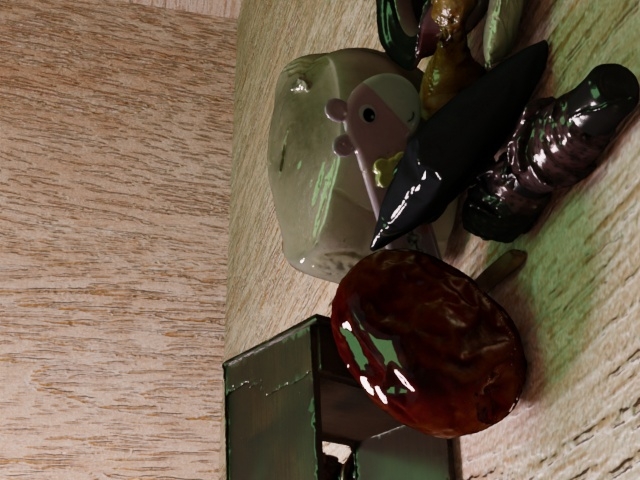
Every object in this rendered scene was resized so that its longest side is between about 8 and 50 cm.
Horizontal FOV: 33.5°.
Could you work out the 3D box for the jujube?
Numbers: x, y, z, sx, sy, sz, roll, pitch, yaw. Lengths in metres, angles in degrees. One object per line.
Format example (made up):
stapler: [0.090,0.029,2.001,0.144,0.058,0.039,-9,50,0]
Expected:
jujube: [0.122,0.122,1.235,0.243,0.183,0.183,39,127,40]

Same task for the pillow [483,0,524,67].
pillow: [0.230,-0.327,1.279,0.148,0.050,0.230,-38,-44,-68]

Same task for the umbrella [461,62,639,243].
umbrella: [0.232,-0.084,1.124,0.326,0.094,0.090,121,137,-63]

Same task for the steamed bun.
steamed bun: [0.072,-0.130,1.510,0.236,0.247,0.383,-48,37,46]

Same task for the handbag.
handbag: [0.160,-0.107,1.257,0.254,0.088,0.211,-43,-12,-31]

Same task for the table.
table: [0.029,0.280,1.363,0.196,0.250,0.282,-29,53,40]

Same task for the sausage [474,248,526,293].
sausage: [0.215,0.038,1.284,0.116,0.026,0.026,125,149,-63]

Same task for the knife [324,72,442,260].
knife: [0.113,-0.013,1.352,0.038,0.132,0.399,-166,58,-74]

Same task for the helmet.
helmet: [0.168,-0.362,1.411,0.198,0.154,0.253,-128,30,-62]

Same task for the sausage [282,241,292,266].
sausage: [-0.003,0.000,2.020,0.258,0.133,0.133,147,128,-73]

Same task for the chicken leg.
chicken leg: [0.167,-0.228,1.337,0.251,0.087,0.107,79,-155,-55]

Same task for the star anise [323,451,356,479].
star anise: [0.058,0.392,1.571,0.220,0.126,0.190,45,131,44]
